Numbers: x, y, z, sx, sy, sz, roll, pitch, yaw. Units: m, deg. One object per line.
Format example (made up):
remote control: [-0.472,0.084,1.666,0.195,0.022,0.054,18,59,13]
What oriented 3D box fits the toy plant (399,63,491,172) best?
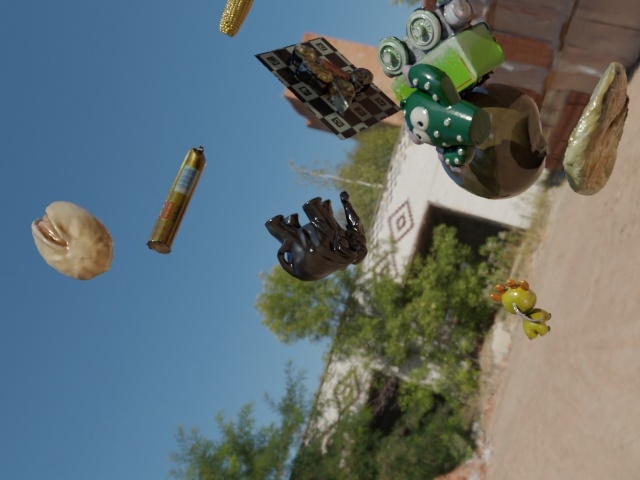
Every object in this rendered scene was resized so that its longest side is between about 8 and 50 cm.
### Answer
toy plant: [0.262,-0.269,1.412,0.112,0.243,0.233,-37,-24,-22]

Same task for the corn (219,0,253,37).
corn: [-0.289,-0.864,2.307,0.091,0.091,0.260,10,-67,-48]

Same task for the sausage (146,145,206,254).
sausage: [-0.423,-0.138,1.938,0.082,0.082,0.372,80,-156,-63]

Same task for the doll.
doll: [0.676,0.218,2.152,0.143,0.221,0.135,-30,19,41]

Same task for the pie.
pie: [0.667,-0.262,1.531,0.339,0.077,0.339,-35,-46,-46]

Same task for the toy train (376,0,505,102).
toy train: [0.302,-0.476,1.657,0.173,0.249,0.307,-36,6,-34]

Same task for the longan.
longan: [0.468,-0.266,1.741,0.319,0.318,0.319,17,-90,-77]

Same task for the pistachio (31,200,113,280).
pistachio: [-0.742,-0.008,1.918,0.193,0.318,0.214,-50,-36,-1]

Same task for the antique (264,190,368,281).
antique: [0.000,0.000,2.125,0.322,0.255,0.185,-27,-11,-18]

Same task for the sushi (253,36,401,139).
sushi: [0.047,-0.463,1.799,0.359,0.343,0.064,-35,-13,-49]
